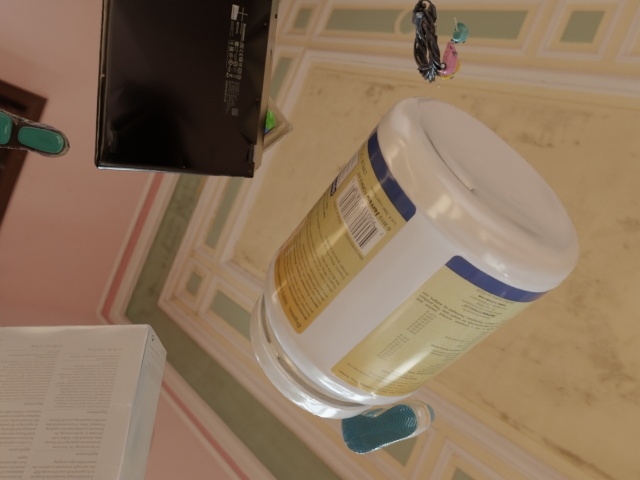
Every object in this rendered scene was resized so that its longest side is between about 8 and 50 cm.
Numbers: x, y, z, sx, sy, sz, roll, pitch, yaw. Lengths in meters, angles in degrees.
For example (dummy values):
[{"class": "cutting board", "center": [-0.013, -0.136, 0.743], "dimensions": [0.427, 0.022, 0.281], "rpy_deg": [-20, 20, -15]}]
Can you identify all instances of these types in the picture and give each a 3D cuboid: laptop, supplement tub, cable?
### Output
[{"class": "laptop", "center": [-0.200, -0.316, 0.950], "dimensions": [0.236, 0.407, 0.383], "rpy_deg": [22, -72, 51]}, {"class": "supplement tub", "center": [0.079, 0.034, 0.592], "dimensions": [0.316, 0.228, 0.228], "rpy_deg": [-49, -133, 35]}, {"class": "cable", "center": [0.234, -0.416, 1.176], "dimensions": [0.047, 0.184, 0.151], "rpy_deg": [-15, -103, 1]}]

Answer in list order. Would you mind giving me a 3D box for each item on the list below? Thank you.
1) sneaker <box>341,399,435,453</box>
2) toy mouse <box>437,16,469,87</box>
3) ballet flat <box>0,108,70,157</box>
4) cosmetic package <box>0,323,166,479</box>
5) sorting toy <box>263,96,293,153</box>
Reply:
[{"class": "sneaker", "center": [0.138, 0.395, 1.159], "dimensions": [0.228, 0.092, 0.088], "rpy_deg": [-27, -114, 40]}, {"class": "toy mouse", "center": [0.268, -0.378, 1.086], "dimensions": [0.031, 0.143, 0.161], "rpy_deg": [19, -123, 13]}, {"class": "ballet flat", "center": [-0.333, -0.118, 0.604], "dimensions": [0.041, 0.114, 0.041], "rpy_deg": [-162, -90, -83]}, {"class": "cosmetic package", "center": [-0.405, 0.252, 0.670], "dimensions": [0.376, 0.098, 0.285], "rpy_deg": [-1, -128, 2]}, {"class": "sorting toy", "center": [-0.195, -0.294, 1.306], "dimensions": [0.193, 0.208, 0.038], "rpy_deg": [-41, -174, -13]}]
